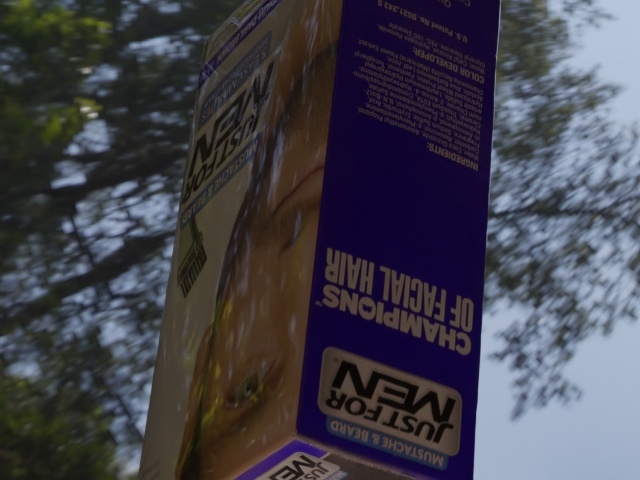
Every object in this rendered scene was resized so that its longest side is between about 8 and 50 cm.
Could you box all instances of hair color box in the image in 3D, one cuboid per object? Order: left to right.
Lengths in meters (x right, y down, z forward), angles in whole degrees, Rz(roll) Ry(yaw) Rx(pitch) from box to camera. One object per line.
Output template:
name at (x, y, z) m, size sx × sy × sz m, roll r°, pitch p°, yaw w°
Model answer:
hair color box at (0.000, 0.000, 1.071) m, size 0.110 × 0.338 × 0.185 m, roll 20°, pitch -34°, yaw -24°
